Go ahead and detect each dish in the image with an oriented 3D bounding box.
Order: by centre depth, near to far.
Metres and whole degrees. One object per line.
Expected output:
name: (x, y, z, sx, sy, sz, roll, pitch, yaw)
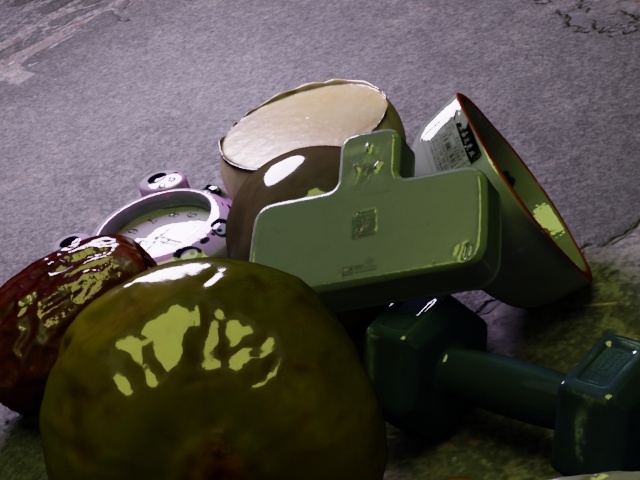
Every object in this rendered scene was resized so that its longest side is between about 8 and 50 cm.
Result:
dish: (0.183, -0.029, 1.670, 0.117, 0.256, 0.256, -36, 27, 14)

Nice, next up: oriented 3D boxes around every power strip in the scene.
power strip: (0.056, -0.024, 1.552, 0.265, 0.059, 0.194, -10, 56, 23)

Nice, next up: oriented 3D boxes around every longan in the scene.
longan: (0.000, 0.000, 1.731, 0.246, 0.215, 0.246, -26, 8, 4)

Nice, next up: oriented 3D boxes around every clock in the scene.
clock: (-0.201, 0.011, 1.959, 0.248, 0.090, 0.227, 16, 45, 43)

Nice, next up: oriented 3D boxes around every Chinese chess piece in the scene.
Chinese chess piece: (-0.010, -0.118, 2.041, 0.257, 0.104, 0.257, -14, 31, 9)

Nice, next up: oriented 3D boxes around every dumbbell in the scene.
dumbbell: (0.192, 0.146, 1.455, 0.316, 0.156, 0.143, 13, 14, 42)

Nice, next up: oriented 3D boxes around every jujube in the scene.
jujube: (-0.296, 0.098, 1.773, 0.243, 0.183, 0.183, -39, 30, 5)

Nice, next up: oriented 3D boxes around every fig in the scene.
fig: (-0.098, 0.172, 1.424, 0.343, 0.343, 0.343, -14, 30, 9)

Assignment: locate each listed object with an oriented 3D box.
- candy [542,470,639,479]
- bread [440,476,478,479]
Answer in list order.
candy: (0.234, 0.280, 1.162, 0.184, 0.195, 0.137, -8, 34, 12)
bread: (0.122, 0.256, 1.400, 0.081, 0.046, 0.083, 6, 35, 46)
